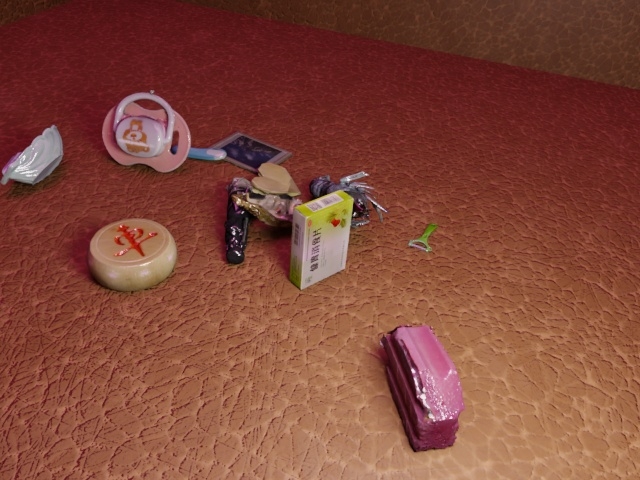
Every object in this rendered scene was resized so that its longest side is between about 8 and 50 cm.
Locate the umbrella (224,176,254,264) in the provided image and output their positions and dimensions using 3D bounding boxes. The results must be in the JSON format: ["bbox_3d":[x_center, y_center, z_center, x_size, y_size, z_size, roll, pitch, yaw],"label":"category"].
[{"bbox_3d":[-0.252,-0.066,1.850,0.106,0.113,0.357,-19,41,13],"label":"umbrella"}]

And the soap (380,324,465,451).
[{"bbox_3d":[0.227,0.317,1.349,0.112,0.182,0.289,-2,39,-17],"label":"soap"}]

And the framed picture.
[{"bbox_3d":[-0.281,-0.345,2.273,0.281,0.019,0.209,24,41,22],"label":"framed picture"}]

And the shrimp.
[{"bbox_3d":[0.075,-0.133,1.902,0.166,0.221,0.410,4,17,-41],"label":"shrimp"}]

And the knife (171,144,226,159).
[{"bbox_3d":[-0.468,-0.337,2.225,0.222,0.031,0.064,8,52,11],"label":"knife"}]

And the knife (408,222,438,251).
[{"bbox_3d":[0.357,-0.018,1.929,0.078,0.022,0.166,26,43,17],"label":"knife"}]

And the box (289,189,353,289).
[{"bbox_3d":[0.001,-0.001,1.664,0.175,0.260,0.062,-24,46,-34],"label":"box"}]

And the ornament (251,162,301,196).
[{"bbox_3d":[-0.152,-0.200,2.077,0.180,0.059,0.201,20,37,0],"label":"ornament"}]

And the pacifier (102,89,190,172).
[{"bbox_3d":[-0.631,-0.382,2.127,0.332,0.273,0.220,11,66,4],"label":"pacifier"}]

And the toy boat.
[{"bbox_3d":[-0.974,-0.280,1.997,0.100,0.199,0.290,39,38,-11],"label":"toy boat"}]

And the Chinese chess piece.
[{"bbox_3d":[-0.546,0.037,1.681,0.251,0.097,0.250,3,38,-3],"label":"Chinese chess piece"}]

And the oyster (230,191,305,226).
[{"bbox_3d":[-0.145,-0.101,1.856,0.345,0.078,0.128,8,51,-41],"label":"oyster"}]
